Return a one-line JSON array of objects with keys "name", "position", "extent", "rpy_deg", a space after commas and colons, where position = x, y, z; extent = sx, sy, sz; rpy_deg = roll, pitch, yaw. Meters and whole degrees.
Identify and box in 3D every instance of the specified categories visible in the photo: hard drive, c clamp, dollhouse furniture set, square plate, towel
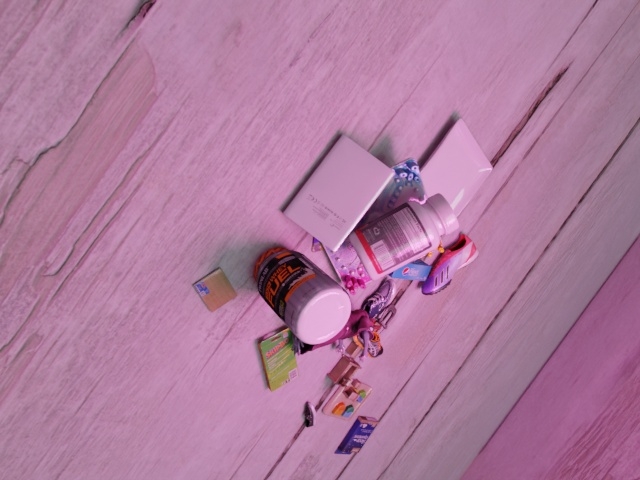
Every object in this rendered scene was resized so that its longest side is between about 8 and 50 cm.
[{"name": "hard drive", "position": [0.057, -0.145, 1.432], "extent": [0.203, 0.040, 0.307], "rpy_deg": [37, 90, 2]}, {"name": "c clamp", "position": [0.267, 0.327, 1.892], "extent": [0.137, 0.022, 0.160], "rpy_deg": [-46, 150, -12]}, {"name": "dollhouse furniture set", "position": [0.151, 0.540, 1.891], "extent": [0.181, 0.161, 0.101], "rpy_deg": [-52, 133, 0]}, {"name": "square plate", "position": [0.489, -0.236, 1.778], "extent": [0.347, 0.049, 0.344], "rpy_deg": [-53, 132, 1]}, {"name": "towel", "position": [0.000, 0.000, 1.576], "extent": [0.060, 0.009, 0.083], "rpy_deg": [-9, 120, -32]}]

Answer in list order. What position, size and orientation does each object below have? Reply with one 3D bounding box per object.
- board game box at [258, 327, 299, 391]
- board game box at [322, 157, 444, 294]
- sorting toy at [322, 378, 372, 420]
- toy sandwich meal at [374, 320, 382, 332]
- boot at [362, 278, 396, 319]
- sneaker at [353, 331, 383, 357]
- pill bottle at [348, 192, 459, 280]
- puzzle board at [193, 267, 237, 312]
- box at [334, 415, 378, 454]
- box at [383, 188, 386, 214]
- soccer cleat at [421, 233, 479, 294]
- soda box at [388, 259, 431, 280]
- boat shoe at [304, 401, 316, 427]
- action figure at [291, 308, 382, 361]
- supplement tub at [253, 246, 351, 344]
[{"name": "board game box", "position": [-0.152, 0.433, 1.693], "extent": [0.124, 0.039, 0.259], "rpy_deg": [-24, 129, -25]}, {"name": "board game box", "position": [0.203, -0.031, 1.571], "extent": [0.390, 0.050, 0.389], "rpy_deg": [-26, 123, 1]}, {"name": "sorting toy", "position": [0.129, 0.714, 2.057], "extent": [0.193, 0.038, 0.208], "rpy_deg": [-52, 133, 0]}, {"name": "toy sandwich meal", "position": [0.231, 0.362, 1.939], "extent": [0.086, 0.029, 0.085], "rpy_deg": [-18, 124, -28]}, {"name": "boot", "position": [0.230, 0.239, 1.840], "extent": [0.086, 0.069, 0.189], "rpy_deg": [6, 112, -44]}, {"name": "sneaker", "position": [0.213, 0.419, 1.904], "extent": [0.083, 0.084, 0.215], "rpy_deg": [-25, 137, 21]}, {"name": "pill bottle", "position": [0.262, -0.018, 1.459], "extent": [0.319, 0.176, 0.176], "rpy_deg": [-28, 131, 3]}, {"name": "puzzle board", "position": [-0.323, 0.153, 1.424], "extent": [0.096, 0.011, 0.128], "rpy_deg": [-34, 130, -15]}, {"name": "box", "position": [0.174, 0.951, 2.228], "extent": [0.137, 0.036, 0.225], "rpy_deg": [27, 98, -42]}, {"name": "box", "position": [0.245, -0.137, 1.625], "extent": [0.130, 0.091, 0.170], "rpy_deg": [-21, 126, -26]}, {"name": "soccer cleat", "position": [0.538, 0.105, 1.986], "extent": [0.318, 0.109, 0.116], "rpy_deg": [-40, 111, -9]}, {"name": "soda box", "position": [0.347, 0.112, 1.857], "extent": [0.210, 0.067, 0.071], "rpy_deg": [8, 109, -39]}, {"name": "boat shoe", "position": [-0.045, 0.734, 1.934], "extent": [0.040, 0.049, 0.142], "rpy_deg": [-22, 128, -25]}, {"name": "action figure", "position": [0.066, 0.310, 1.714], "extent": [0.371, 0.248, 0.275], "rpy_deg": [-5, 85, -36]}, {"name": "supplement tub", "position": [-0.068, 0.153, 1.405], "extent": [0.194, 0.316, 0.193], "rpy_deg": [-17, 123, -29]}]
